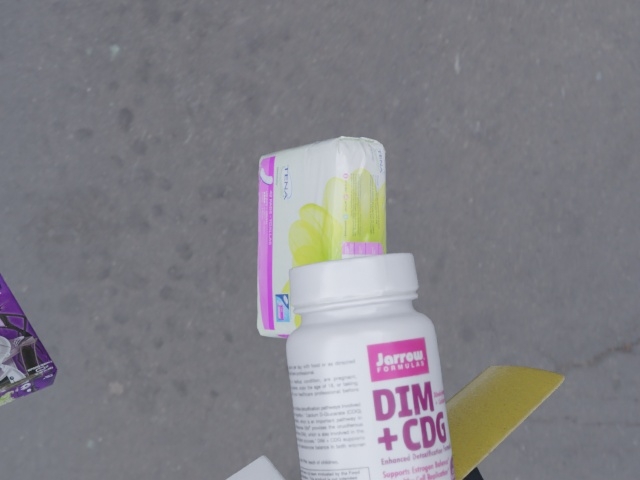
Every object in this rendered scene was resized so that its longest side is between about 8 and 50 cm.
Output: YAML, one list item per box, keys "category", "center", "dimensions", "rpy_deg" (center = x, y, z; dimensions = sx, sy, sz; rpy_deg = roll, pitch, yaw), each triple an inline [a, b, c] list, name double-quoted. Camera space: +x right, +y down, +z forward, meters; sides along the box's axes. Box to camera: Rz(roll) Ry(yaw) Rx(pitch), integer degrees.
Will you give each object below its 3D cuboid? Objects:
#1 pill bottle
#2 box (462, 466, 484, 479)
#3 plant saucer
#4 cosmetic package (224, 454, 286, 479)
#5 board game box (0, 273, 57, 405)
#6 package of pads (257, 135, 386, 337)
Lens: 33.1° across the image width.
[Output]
- category: "pill bottle"
  center: [0.049, 0.161, 1.129]
  dimensions: [0.160, 0.160, 0.283]
  rpy_deg: [-9, 86, 15]
- category: "box"
  center: [0.176, 0.512, 1.881]
  dimensions: [0.103, 0.184, 0.261]
  rpy_deg: [60, 150, 23]
- category: "plant saucer"
  center: [0.126, 0.294, 1.408]
  dimensions: [0.081, 0.333, 0.332]
  rpy_deg: [50, 129, 11]
- category: "cosmetic package"
  center: [-0.070, 0.517, 1.762]
  dimensions: [0.138, 0.225, 0.224]
  rpy_deg: [-30, 137, -20]
- category: "board game box"
  center: [-0.563, 0.167, 1.470]
  dimensions: [0.208, 0.347, 0.056]
  rpy_deg: [50, 139, 23]
- category: "package of pads"
  center: [0.000, 0.000, 1.621]
  dimensions: [0.229, 0.101, 0.296]
  rpy_deg: [-6, 83, 54]
